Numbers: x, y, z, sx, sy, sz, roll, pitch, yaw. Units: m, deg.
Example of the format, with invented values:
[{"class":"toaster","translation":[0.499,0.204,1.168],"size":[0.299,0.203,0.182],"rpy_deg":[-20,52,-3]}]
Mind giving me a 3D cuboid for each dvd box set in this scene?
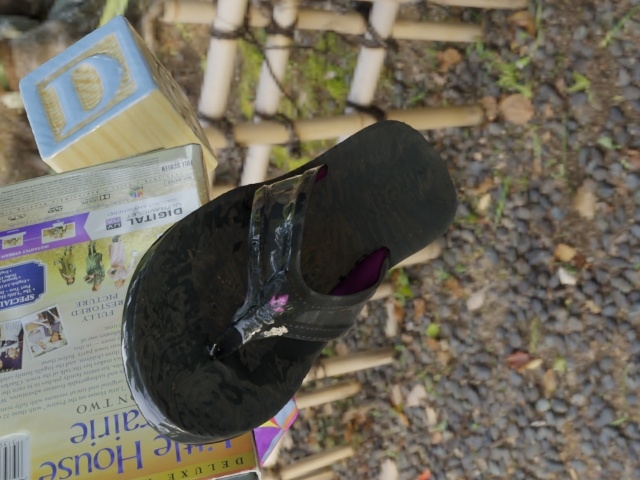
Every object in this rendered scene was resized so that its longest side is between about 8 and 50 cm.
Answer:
[{"class":"dvd box set","translation":[-0.237,0.093,0.979],"size":[0.062,0.307,0.421],"rpy_deg":[79,176,-50]}]

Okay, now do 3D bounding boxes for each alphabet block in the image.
[{"class":"alphabet block","translation":[-0.299,-0.173,1.460],"size":[0.193,0.197,0.192],"rpy_deg":[-31,53,5]}]

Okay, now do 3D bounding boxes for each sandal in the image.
[{"class":"sandal","translation":[-0.001,-0.003,0.836],"size":[0.168,0.446,0.107],"rpy_deg":[52,135,-5]}]

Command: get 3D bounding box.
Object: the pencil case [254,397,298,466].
[{"class":"pencil case","translation":[-0.116,0.244,1.057],"size":[0.104,0.104,0.236],"rpy_deg":[25,81,48]}]
